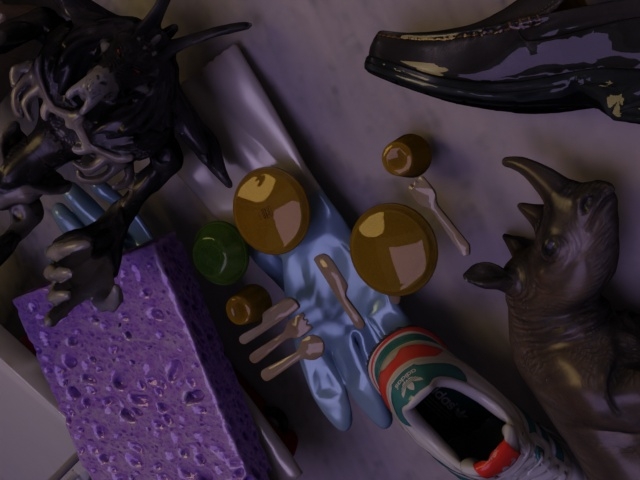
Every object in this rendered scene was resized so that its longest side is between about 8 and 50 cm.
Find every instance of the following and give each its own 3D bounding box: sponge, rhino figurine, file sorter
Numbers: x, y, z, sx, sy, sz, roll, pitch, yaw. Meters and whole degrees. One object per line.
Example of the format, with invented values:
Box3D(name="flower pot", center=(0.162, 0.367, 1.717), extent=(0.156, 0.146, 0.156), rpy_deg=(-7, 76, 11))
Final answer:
Box3D(name="sponge", center=(-0.099, 0.110, 0.545), extent=(0.117, 0.031, 0.210), rpy_deg=(-18, 96, 26))
Box3D(name="rhino figurine", center=(0.147, 0.066, 0.429), extent=(0.106, 0.073, 0.243), rpy_deg=(-25, 99, 47))
Box3D(name="file sorter", center=(-0.299, 0.182, 0.670), extent=(0.193, 0.173, 0.277), rpy_deg=(40, 143, 5))

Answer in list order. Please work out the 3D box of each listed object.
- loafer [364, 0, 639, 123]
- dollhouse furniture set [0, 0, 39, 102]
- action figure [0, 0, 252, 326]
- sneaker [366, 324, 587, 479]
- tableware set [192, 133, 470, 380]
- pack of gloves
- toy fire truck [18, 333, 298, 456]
Box3D(name="loafer", center=(0.101, -0.084, 0.387), extent=(0.170, 0.062, 0.061), rpy_deg=(9, 99, 23))
Box3D(name="dollhouse furniture set", center=(-0.323, -0.171, 0.594), extent=(0.303, 0.174, 0.355), rpy_deg=(45, 107, 1))
Box3D(name="action figure", center=(-0.157, -0.031, 0.460), extent=(0.276, 0.141, 0.164), rpy_deg=(-39, 108, 15))
Box3D(name="sneaker", center=(0.091, 0.113, 0.466), extent=(0.161, 0.075, 0.057), rpy_deg=(42, 97, -12))
Box3D(name="tableware set", center=(0.000, 0.000, 0.480), extent=(0.154, 0.024, 0.104), rpy_deg=(-36, 83, 28))
Box3D(name="pack of gloves", center=(-0.053, 0.032, 0.547), extent=(0.195, 0.046, 0.232), rpy_deg=(-32, 90, 27))
Box3D(name="toy fire truck", center=(-0.119, 0.111, 0.636), extent=(0.192, 0.047, 0.135), rpy_deg=(47, 130, 0))
